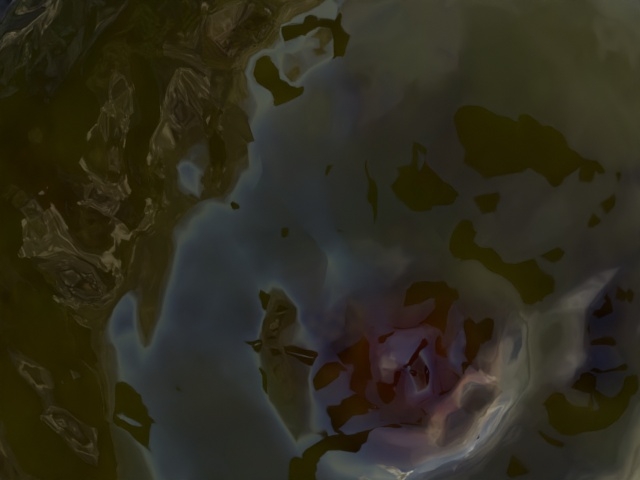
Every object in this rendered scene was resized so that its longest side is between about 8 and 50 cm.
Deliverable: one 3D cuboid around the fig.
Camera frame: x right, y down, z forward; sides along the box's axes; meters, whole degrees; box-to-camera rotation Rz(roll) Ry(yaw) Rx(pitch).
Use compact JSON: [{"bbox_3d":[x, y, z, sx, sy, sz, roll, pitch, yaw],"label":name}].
[{"bbox_3d":[0.010,-0.004,0.653,0.343,0.343,0.343,-14,106,-58],"label":"fig"}]
